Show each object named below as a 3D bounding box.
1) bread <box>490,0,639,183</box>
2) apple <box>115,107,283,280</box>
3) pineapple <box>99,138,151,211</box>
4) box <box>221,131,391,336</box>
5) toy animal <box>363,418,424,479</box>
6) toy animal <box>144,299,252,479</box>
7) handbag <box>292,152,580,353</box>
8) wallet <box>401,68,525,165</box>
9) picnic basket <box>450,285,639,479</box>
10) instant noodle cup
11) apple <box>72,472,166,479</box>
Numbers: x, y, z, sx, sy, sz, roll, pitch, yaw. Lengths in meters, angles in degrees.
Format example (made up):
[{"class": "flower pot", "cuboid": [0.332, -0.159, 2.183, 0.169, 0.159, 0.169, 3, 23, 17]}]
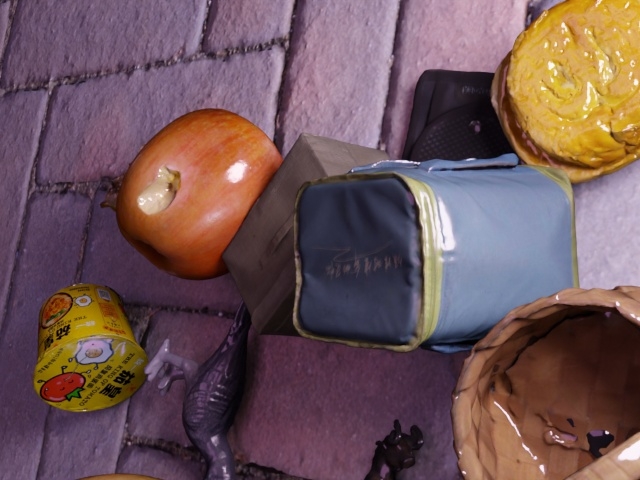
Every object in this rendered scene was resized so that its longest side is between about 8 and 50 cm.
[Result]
[{"class": "bread", "cuboid": [0.311, -0.176, 1.212, 0.236, 0.120, 0.198, -33, 72, 21]}, {"class": "apple", "cuboid": [-0.165, -0.059, 1.533, 0.241, 0.242, 0.242, -45, 47, -6]}, {"class": "pineapple", "cuboid": [-0.237, -0.086, 1.720, 0.236, 0.114, 0.186, -36, 54, 26]}, {"class": "box", "cuboid": [0.000, 0.000, 1.414, 0.231, 0.155, 0.149, -56, 45, 30]}, {"class": "toy animal", "cuboid": [0.078, 0.343, 1.324, 0.232, 0.084, 0.148, -62, 34, 10]}, {"class": "toy animal", "cuboid": [-0.164, 0.203, 1.577, 0.206, 0.081, 0.367, 4, 77, 34]}, {"class": "handbag", "cuboid": [0.125, 0.015, 1.194, 0.263, 0.241, 0.222, 2, 93, 54]}, {"class": "wallet", "cuboid": [0.185, -0.058, 1.365, 0.247, 0.041, 0.322, 12, 90, 46]}, {"class": "picnic basket", "cuboid": [0.246, 0.217, 0.982, 0.293, 0.337, 0.337, -41, 53, 28]}, {"class": "instant noodle cup", "cuboid": [-0.379, 0.165, 1.739, 0.182, 0.182, 0.144, -46, 42, 23]}, {"class": "apple", "cuboid": [-0.254, 0.469, 1.437, 0.338, 0.305, 0.338, -9, 79, 53]}]
